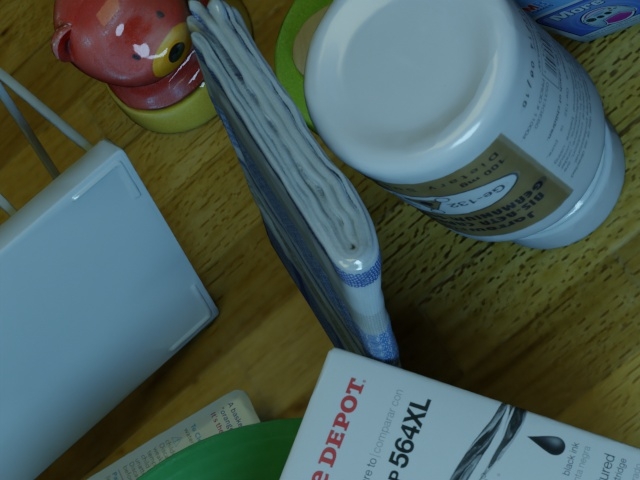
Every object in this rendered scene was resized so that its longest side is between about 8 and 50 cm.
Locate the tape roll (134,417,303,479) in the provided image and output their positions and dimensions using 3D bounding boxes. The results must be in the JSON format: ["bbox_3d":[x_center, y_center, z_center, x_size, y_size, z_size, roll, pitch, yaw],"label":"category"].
[{"bbox_3d":[-0.005,0.265,1.110,0.321,0.077,0.321,0,63,1],"label":"tape roll"}]

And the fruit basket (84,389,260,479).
[{"bbox_3d":[-0.130,0.317,1.227,0.353,0.165,0.327,-29,63,1],"label":"fruit basket"}]

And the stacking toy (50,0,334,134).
[{"bbox_3d":[-0.034,-0.218,1.318,0.279,0.130,0.309,18,85,32],"label":"stacking toy"}]

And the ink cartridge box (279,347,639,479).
[{"bbox_3d":[0.074,0.167,1.067,0.203,0.086,0.148,17,65,9],"label":"ink cartridge box"}]

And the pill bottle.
[{"bbox_3d":[0.097,-0.071,1.143,0.131,0.229,0.131,-8,72,26],"label":"pill bottle"}]

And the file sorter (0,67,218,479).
[{"bbox_3d":[-0.249,0.044,1.278,0.277,0.193,0.173,-41,53,-12],"label":"file sorter"}]

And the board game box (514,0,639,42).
[{"bbox_3d":[0.173,-0.220,1.058,0.308,0.302,0.086,-18,71,41],"label":"board game box"}]

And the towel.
[{"bbox_3d":[0.000,0.000,1.157,0.034,0.285,0.209,-29,60,-5],"label":"towel"}]
